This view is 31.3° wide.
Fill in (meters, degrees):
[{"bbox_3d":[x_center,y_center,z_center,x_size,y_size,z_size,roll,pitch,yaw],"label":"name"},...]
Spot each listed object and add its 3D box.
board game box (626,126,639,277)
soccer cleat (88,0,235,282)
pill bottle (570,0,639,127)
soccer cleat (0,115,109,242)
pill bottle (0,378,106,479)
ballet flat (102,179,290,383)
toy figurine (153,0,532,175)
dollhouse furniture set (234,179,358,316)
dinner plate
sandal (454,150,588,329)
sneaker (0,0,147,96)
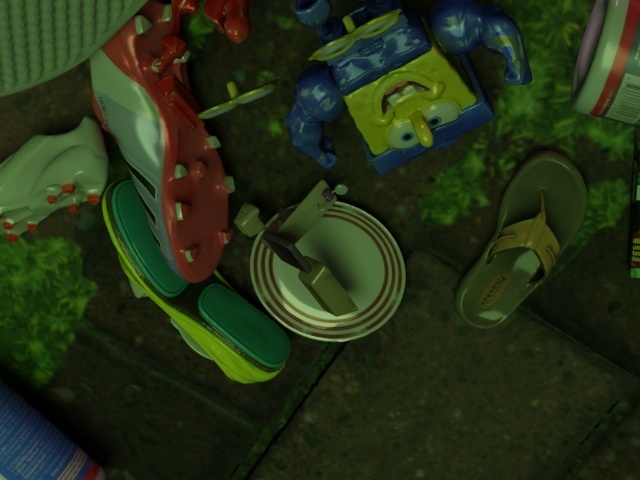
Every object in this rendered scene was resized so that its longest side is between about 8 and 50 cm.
[{"bbox_3d":[0.386,-0.031,0.926,0.260,0.030,0.136,1,112,10],"label":"board game box"},{"bbox_3d":[-0.141,-0.084,0.967,0.095,0.083,0.248,1,112,38],"label":"soccer cleat"},{"bbox_3d":[0.289,-0.126,0.855,0.180,0.108,0.108,15,116,2],"label":"pill bottle"},{"bbox_3d":[-0.262,-0.051,1.018,0.196,0.076,0.068,-16,152,32],"label":"soccer cleat"},{"bbox_3d":[-0.327,0.202,1.105,0.124,0.124,0.221,-40,102,23],"label":"pill bottle"},{"bbox_3d":[-0.125,0.046,1.031,0.231,0.077,0.077,47,139,-14],"label":"ballet flat"},{"bbox_3d":[0.075,-0.163,0.890,0.362,0.191,0.217,-28,137,13],"label":"toy figurine"},{"bbox_3d":[0.000,0.000,1.001,0.081,0.091,0.114,-48,129,-14],"label":"dollhouse furniture set"},{"bbox_3d":[0.007,0.027,1.025,0.141,0.017,0.141,4,114,8],"label":"dinner plate"},{"bbox_3d":[0.170,0.009,0.970,0.072,0.049,0.180,26,116,-3],"label":"sandal"},{"bbox_3d":[-0.203,-0.241,0.881,0.366,0.150,0.135,-29,145,10],"label":"sneaker"}]
